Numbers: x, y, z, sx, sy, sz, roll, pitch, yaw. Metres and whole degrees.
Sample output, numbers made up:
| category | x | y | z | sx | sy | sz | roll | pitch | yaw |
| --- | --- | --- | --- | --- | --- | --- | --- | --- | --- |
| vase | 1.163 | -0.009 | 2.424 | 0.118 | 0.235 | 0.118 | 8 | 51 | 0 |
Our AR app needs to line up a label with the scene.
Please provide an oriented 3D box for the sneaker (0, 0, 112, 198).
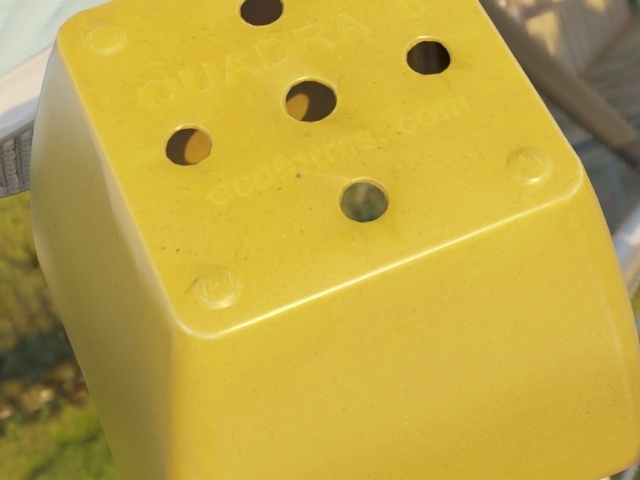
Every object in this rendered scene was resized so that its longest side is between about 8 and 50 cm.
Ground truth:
| category | x | y | z | sx | sy | sz | roll | pitch | yaw |
| --- | --- | --- | --- | --- | --- | --- | --- | --- | --- |
| sneaker | -0.117 | -0.151 | 0.843 | 0.366 | 0.150 | 0.135 | -23 | -12 | 22 |

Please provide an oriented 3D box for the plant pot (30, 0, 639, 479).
| category | x | y | z | sx | sy | sz | roll | pitch | yaw |
| --- | --- | --- | --- | --- | --- | --- | --- | --- | --- |
| plant pot | 0.000 | 0.000 | 0.567 | 0.212 | 0.212 | 0.187 | -21 | -29 | -10 |
